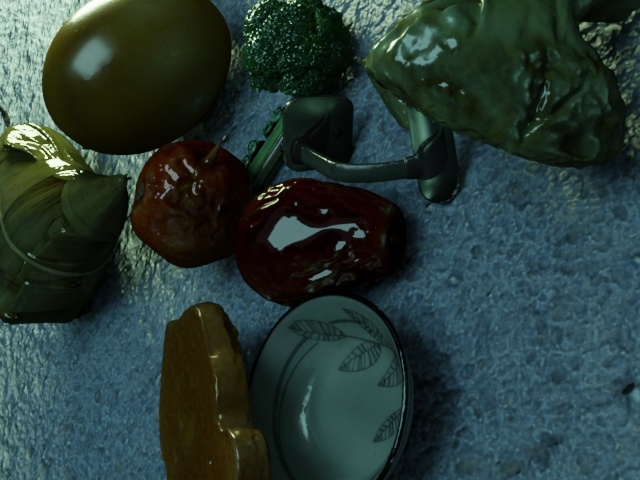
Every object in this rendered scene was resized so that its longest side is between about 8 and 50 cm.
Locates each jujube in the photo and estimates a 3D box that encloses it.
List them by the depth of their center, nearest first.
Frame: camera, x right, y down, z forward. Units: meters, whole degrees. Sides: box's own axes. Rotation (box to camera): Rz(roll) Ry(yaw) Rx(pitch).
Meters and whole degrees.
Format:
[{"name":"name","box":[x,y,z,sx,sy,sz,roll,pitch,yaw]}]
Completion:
[{"name":"jujube","box":[0.000,0.000,1.569,0.255,0.190,0.189,-1,72,27]}]

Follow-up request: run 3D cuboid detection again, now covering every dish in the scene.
[{"name":"dish","box":[0.031,0.228,1.478,0.316,0.106,0.316,-18,64,43]}]

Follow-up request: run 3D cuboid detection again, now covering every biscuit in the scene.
[{"name":"biscuit","box":[-0.163,0.294,1.583,0.455,0.078,0.349,-112,35,-44]}]

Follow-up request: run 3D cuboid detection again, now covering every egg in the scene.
[{"name":"egg","box":[-0.321,-0.304,1.919,0.351,0.282,0.282,-36,44,-7]}]

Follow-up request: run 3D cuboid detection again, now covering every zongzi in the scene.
[{"name":"zongzi","box":[-0.463,-0.149,2.015,0.467,0.218,0.499,-45,47,37]}]

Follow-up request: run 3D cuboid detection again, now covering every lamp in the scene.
[{"name":"lamp","box":[0.059,-0.170,1.550,0.283,0.125,0.203,22,119,48]}]

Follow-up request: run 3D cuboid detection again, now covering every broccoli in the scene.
[{"name":"broccoli","box":[-0.038,-0.307,1.731,0.156,0.196,0.195,138,148,-81]}]

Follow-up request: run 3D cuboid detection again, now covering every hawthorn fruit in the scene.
[{"name":"hawthorn fruit","box":[-0.199,-0.085,1.749,0.243,0.208,0.207,-62,38,38]}]

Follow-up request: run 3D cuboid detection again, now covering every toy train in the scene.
[{"name":"toy train","box":[-0.082,-0.157,1.801,0.148,0.038,0.071,-56,43,15]}]

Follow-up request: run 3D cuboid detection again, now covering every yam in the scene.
[{"name":"yam","box":[0.116,-0.230,1.600,0.070,0.070,0.146,-38,76,29]}]

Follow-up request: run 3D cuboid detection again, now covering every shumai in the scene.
[{"name":"shumai","box":[0.237,-0.266,1.306,0.288,0.330,0.292,-67,27,16]}]

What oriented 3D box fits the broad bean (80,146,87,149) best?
[{"name":"broad bean","box":[-0.411,-0.318,2.183,0.292,0.049,0.144,-49,28,31]}]
